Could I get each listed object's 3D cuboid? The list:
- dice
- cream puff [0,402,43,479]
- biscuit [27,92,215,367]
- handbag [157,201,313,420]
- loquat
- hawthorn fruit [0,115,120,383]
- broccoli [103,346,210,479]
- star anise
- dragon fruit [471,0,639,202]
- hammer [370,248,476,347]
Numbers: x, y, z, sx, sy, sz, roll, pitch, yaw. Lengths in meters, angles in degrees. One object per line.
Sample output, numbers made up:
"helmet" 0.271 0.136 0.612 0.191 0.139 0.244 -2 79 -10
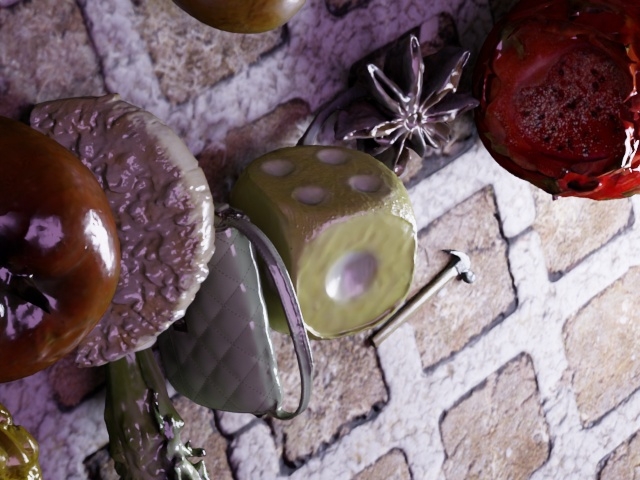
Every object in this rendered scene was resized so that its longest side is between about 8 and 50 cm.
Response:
"dice" 0.000 0.000 1.993 0.166 0.169 0.169 -11 123 -26
"cream puff" -0.355 0.227 1.797 0.156 0.121 0.156 -8 105 -34
"biscuit" -0.198 -0.013 1.835 0.084 0.179 0.281 -54 138 -79
"handbag" -0.098 0.079 1.917 0.079 0.219 0.256 -28 117 -37
"loquat" -0.100 -0.325 1.844 0.179 0.179 0.227 -46 119 -23
"hawthorn fruit" -0.313 0.009 1.657 0.267 0.301 0.268 -19 120 -37
"broccoli" -0.200 0.207 1.932 0.145 0.165 0.304 -9 95 -7
"star anise" 0.081 -0.155 2.099 0.231 0.089 0.209 5 117 -32
"dragon fruit" 0.343 -0.186 2.183 0.301 0.295 0.296 -2 103 -43
"hammer" 0.127 0.074 2.250 0.182 0.017 0.062 -40 124 -26
